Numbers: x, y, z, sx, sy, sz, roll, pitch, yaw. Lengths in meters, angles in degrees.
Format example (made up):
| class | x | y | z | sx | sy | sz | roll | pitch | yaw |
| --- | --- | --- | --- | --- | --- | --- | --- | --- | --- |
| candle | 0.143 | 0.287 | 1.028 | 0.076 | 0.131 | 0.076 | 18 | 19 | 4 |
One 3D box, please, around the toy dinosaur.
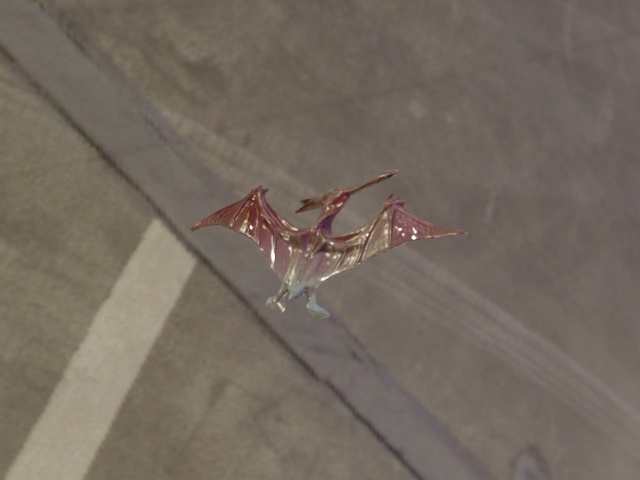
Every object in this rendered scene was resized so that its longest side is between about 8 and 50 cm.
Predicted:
| class | x | y | z | sx | sy | sz | roll | pitch | yaw |
| --- | --- | --- | --- | --- | --- | --- | --- | --- | --- |
| toy dinosaur | -0.001 | 0.000 | 0.835 | 0.032 | 0.220 | 0.108 | 52 | 48 | -55 |
